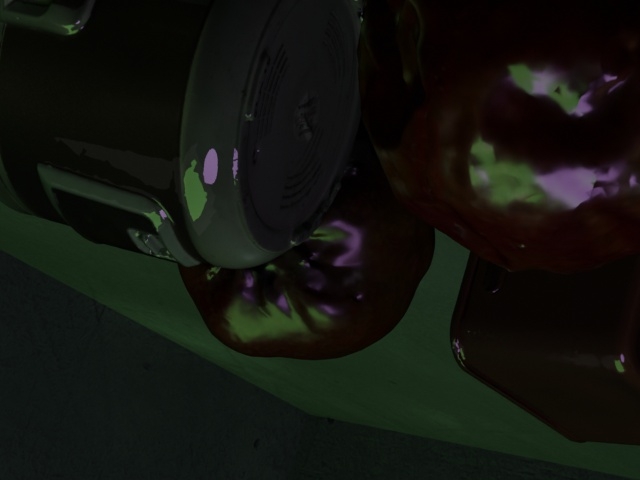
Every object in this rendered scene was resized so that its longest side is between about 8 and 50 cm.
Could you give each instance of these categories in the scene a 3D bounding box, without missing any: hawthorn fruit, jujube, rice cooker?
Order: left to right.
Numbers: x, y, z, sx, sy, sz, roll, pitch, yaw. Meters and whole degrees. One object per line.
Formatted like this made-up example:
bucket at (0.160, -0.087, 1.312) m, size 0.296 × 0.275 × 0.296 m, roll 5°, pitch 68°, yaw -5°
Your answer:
rice cooker at (-0.153, -0.149, 1.431) m, size 0.325 × 0.335 × 0.335 m, roll 15°, pitch 165°, yaw 22°
hawthorn fruit at (-0.003, 0.000, 1.828) m, size 0.325 × 0.308 × 0.308 m, roll 8°, pitch 178°, yaw -45°
jujube at (0.155, -0.126, 1.056) m, size 0.276 × 0.276 × 0.377 m, roll 19°, pitch -155°, yaw 3°

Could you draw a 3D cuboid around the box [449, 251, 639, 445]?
box at (0.349, 0.093, 1.806) m, size 0.229 × 0.239 × 0.339 m, roll 3°, pitch 158°, yaw 43°
